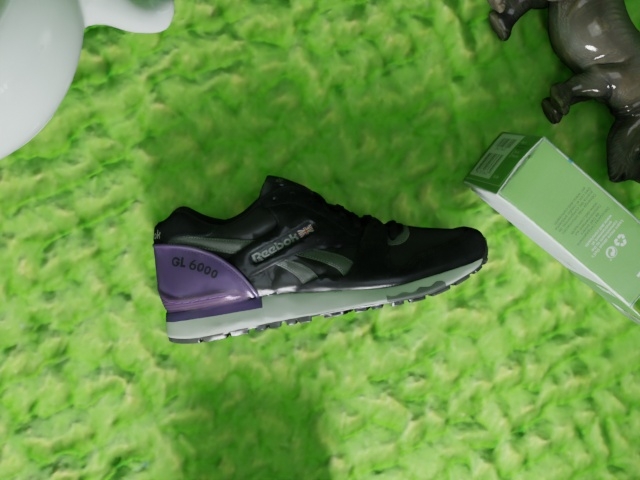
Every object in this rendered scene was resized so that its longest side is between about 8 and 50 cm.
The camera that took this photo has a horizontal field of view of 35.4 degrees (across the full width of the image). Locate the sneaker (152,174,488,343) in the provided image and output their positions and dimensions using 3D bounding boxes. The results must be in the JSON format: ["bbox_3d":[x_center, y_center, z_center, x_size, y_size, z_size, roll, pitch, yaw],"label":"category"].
[{"bbox_3d":[0.000,0.000,0.843,0.283,0.107,0.124,-11,93,-6],"label":"sneaker"}]

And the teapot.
[{"bbox_3d":[-0.285,-0.142,0.749,0.256,0.187,0.252,20,75,16],"label":"teapot"}]

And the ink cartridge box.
[{"bbox_3d":[0.231,-0.005,0.867,0.209,0.109,0.062,39,92,-11],"label":"ink cartridge box"}]

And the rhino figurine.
[{"bbox_3d":[0.242,-0.146,0.868,0.106,0.073,0.243,-34,102,1],"label":"rhino figurine"}]
